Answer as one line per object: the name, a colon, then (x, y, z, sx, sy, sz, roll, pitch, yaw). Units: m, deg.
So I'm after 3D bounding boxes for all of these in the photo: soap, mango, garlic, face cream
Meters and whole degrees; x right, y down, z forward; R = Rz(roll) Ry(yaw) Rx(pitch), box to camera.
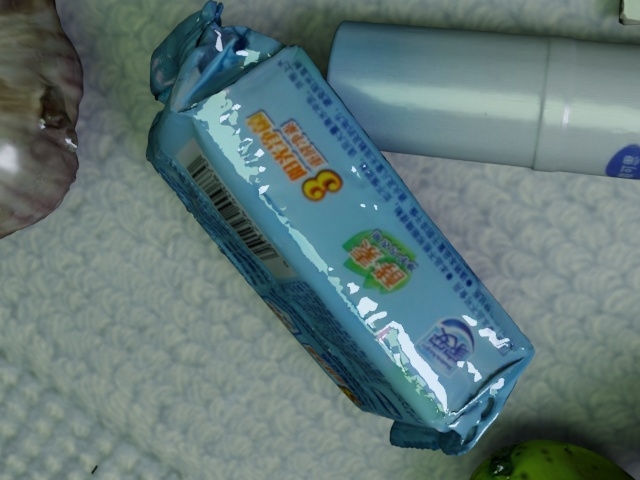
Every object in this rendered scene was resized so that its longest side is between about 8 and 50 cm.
soap: (0.000, 0.000, 0.566, 0.077, 0.156, 0.293, -42, 100, -17)
mango: (0.168, 0.203, 0.630, 0.178, 0.100, 0.119, 37, 102, -10)
garlic: (-0.263, -0.082, 0.594, 0.245, 0.160, 0.245, 1, 84, -12)
face cream: (0.131, -0.078, 0.551, 0.250, 0.077, 0.077, 8, 110, 11)

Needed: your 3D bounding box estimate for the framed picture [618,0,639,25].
framed picture: (0.317, -0.232, 0.486, 0.315, 0.024, 0.232, 0, 109, 11)
